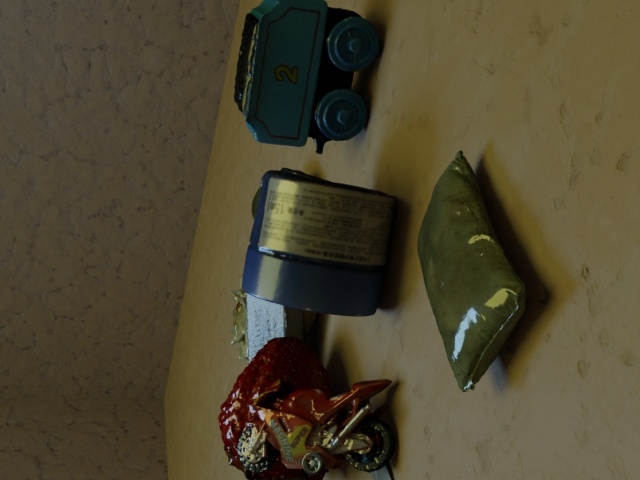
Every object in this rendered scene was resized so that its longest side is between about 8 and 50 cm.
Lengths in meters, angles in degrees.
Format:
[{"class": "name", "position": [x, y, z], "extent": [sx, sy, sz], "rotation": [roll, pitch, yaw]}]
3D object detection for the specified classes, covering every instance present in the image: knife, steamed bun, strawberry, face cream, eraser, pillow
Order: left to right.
[{"class": "steamed bun", "position": [-0.167, 0.208, 2.118], "extent": [0.292, 0.137, 0.295], "rotation": [-106, 29, -44]}, {"class": "eraser", "position": [-0.096, 0.275, 1.795], "extent": [0.111, 0.077, 0.352], "rotation": [3, 99, 31]}, {"class": "strawberry", "position": [-0.082, 0.328, 1.603], "extent": [0.250, 0.239, 0.288], "rotation": [-2, 72, 33]}, {"class": "face cream", "position": [0.000, 0.000, 1.444], "extent": [0.249, 0.249, 0.225], "rotation": [-154, 76, -72]}, {"class": "knife", "position": [0.097, 0.393, 1.377], "extent": [0.058, 0.032, 0.244], "rotation": [-67, 27, 24]}, {"class": "pillow", "position": [0.193, 0.037, 1.087], "extent": [0.302, 0.075, 0.184], "rotation": [-100, 23, -49]}]

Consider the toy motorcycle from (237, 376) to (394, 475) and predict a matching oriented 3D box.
[{"class": "toy motorcycle", "position": [-0.015, 0.316, 1.398], "extent": [0.089, 0.298, 0.171], "rotation": [34, -127, -59]}]

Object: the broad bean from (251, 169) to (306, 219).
[{"class": "broad bean", "position": [-0.064, -0.072, 1.935], "extent": [0.263, 0.121, 0.188], "rotation": [32, 111, 55]}]

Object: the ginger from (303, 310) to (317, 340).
[{"class": "ginger", "position": [-0.073, 0.279, 1.877], "extent": [0.148, 0.081, 0.333], "rotation": [11, 104, 36]}]

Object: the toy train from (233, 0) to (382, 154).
[{"class": "toy train", "position": [-0.036, -0.333, 1.631], "extent": [0.188, 0.265, 0.300], "rotation": [-125, 42, -65]}]
